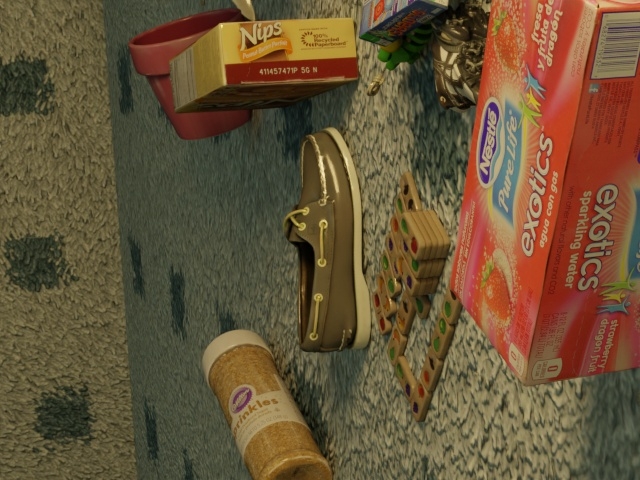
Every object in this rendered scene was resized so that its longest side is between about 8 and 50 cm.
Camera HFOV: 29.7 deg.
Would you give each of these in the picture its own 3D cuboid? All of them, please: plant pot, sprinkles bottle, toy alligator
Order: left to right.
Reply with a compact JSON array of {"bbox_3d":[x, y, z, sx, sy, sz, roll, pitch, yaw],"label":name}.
[{"bbox_3d":[-0.202,-0.274,2.023,0.201,0.201,0.180,-140,32,-65],"label":"plant pot"},{"bbox_3d":[-0.091,0.285,1.943,0.355,0.121,0.121,-125,34,-55],"label":"sprinkles bottle"},{"bbox_3d":[0.096,-0.223,1.344,0.051,0.056,0.189,32,139,15],"label":"toy alligator"}]

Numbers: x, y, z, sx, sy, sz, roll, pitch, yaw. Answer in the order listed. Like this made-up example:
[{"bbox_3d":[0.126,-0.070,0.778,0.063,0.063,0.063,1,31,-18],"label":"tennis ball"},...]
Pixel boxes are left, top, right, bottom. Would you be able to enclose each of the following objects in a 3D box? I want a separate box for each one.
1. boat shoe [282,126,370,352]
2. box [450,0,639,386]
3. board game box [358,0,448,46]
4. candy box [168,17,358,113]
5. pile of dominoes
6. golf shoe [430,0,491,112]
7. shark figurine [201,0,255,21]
[{"bbox_3d":[0.001,0.000,1.621,0.109,0.091,0.305,169,95,-71],"label":"boat shoe"},{"bbox_3d":[0.208,-0.059,0.895,0.142,0.154,0.300,-122,30,-54],"label":"box"},{"bbox_3d":[0.096,-0.311,1.223,0.136,0.035,0.201,164,118,-66],"label":"board game box"},{"bbox_3d":[-0.087,-0.237,1.670,0.316,0.183,0.087,176,89,-72],"label":"candy box"},{"bbox_3d":[0.097,0.068,1.439,0.196,0.040,0.251,-114,26,-42],"label":"pile of dominoes"},{"bbox_3d":[0.155,-0.153,1.158,0.198,0.077,0.094,-103,14,-54],"label":"golf shoe"},{"bbox_3d":[-0.060,-0.410,1.619,0.278,0.116,0.166,-58,-17,-55],"label":"shark figurine"}]
